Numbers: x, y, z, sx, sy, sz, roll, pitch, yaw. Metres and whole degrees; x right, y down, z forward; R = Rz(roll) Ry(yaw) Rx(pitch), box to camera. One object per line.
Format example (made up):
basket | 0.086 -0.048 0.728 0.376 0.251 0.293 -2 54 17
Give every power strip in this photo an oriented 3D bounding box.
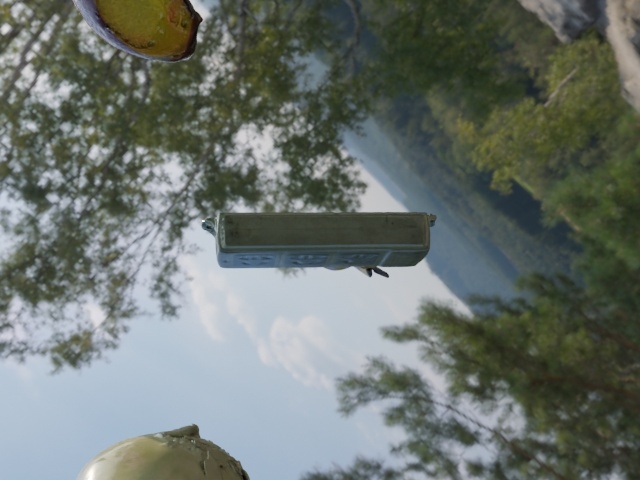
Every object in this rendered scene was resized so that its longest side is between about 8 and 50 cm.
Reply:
power strip | 0.000 0.000 0.870 0.078 0.272 0.052 113 155 -70

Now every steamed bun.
steamed bun | -0.198 0.448 1.088 0.333 0.233 0.312 61 -177 -40

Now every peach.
peach | -0.316 -0.400 1.225 0.154 0.159 0.267 44 174 40

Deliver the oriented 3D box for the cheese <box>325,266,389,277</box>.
cheese | 0.032 0.023 1.398 0.250 0.064 0.156 23 -173 -39
